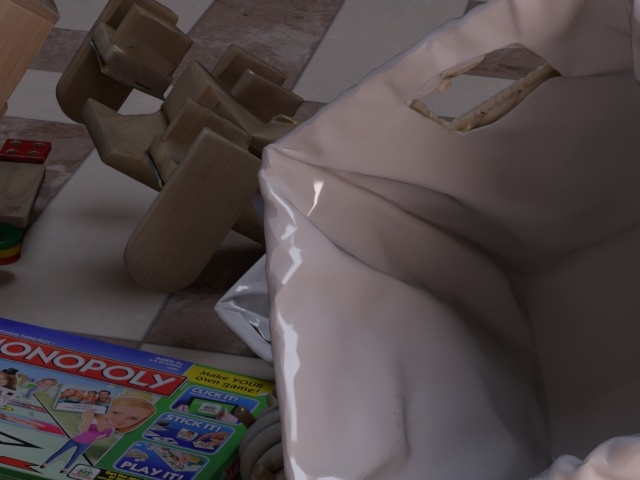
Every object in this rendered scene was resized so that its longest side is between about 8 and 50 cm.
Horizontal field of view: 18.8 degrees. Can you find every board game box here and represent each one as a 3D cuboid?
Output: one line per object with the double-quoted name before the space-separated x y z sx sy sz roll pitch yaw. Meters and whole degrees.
"board game box" -0.207 0.138 1.467 0.317 0.046 0.213 11 25 17

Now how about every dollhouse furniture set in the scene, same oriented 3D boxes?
"dollhouse furniture set" -0.200 -0.062 1.717 0.394 0.256 0.362 28 16 -29

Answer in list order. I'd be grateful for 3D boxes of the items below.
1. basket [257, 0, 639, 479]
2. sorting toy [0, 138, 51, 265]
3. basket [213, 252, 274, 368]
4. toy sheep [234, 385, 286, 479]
"basket" 0.168 0.050 1.185 0.266 0.328 0.331 23 49 -38
"sorting toy" -0.336 -0.036 1.847 0.132 0.046 0.274 3 24 -1
"basket" 0.020 0.047 1.553 0.167 0.103 0.113 -45 37 -6
"toy sheep" -0.020 0.155 1.398 0.091 0.091 0.132 -2 43 -13
